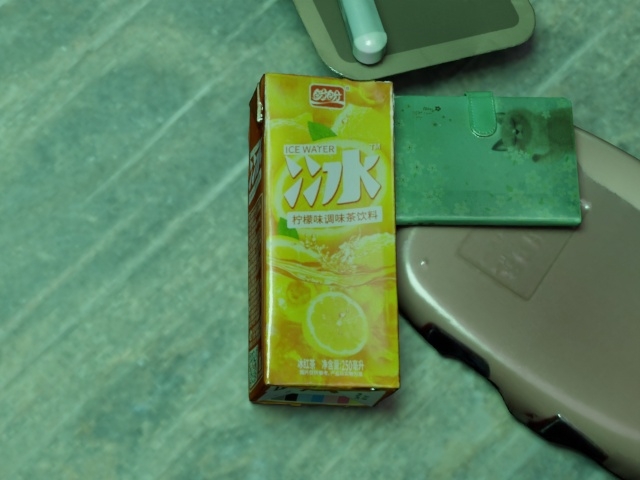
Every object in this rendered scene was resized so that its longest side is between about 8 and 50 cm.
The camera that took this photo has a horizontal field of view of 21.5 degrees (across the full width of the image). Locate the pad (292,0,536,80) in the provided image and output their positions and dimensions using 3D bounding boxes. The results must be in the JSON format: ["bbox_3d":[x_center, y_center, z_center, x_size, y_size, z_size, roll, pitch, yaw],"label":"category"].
[{"bbox_3d":[0.037,-0.238,1.238,0.176,0.002,0.266,-15,66,-22],"label":"pad"}]

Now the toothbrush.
[{"bbox_3d":[-0.008,-0.275,1.227,0.030,0.025,0.342,-14,66,-9],"label":"toothbrush"}]

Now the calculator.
[{"bbox_3d":[0.200,0.040,1.206,0.329,0.048,0.220,34,72,2],"label":"calculator"}]

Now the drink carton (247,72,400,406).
[{"bbox_3d":[0.000,0.000,1.160,0.096,0.071,0.223,4,73,-12],"label":"drink carton"}]

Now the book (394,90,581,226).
[{"bbox_3d":[0.115,-0.060,1.198,0.135,0.017,0.103,0,70,-4],"label":"book"}]
